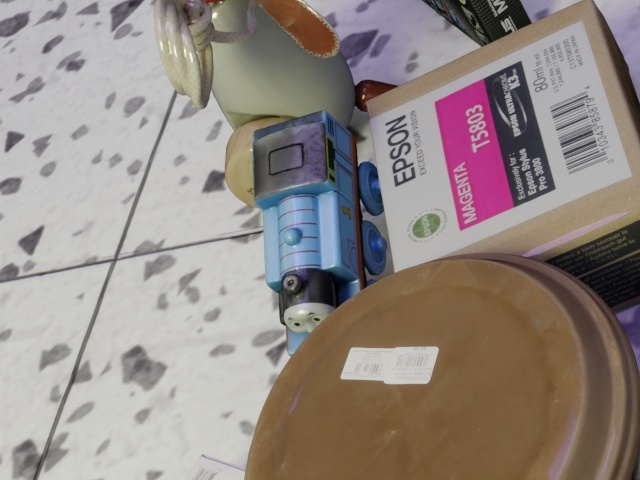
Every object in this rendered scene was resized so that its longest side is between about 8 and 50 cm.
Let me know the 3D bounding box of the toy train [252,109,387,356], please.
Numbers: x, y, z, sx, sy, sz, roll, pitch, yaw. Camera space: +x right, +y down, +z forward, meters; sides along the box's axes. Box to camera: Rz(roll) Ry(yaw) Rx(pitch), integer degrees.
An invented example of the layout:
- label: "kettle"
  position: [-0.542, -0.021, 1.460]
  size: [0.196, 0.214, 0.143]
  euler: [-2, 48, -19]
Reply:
- label: "toy train"
  position: [0.000, 0.000, 1.264]
  size: [0.080, 0.105, 0.184]
  euler: [-15, 62, 26]

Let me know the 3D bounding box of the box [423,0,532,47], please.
- label: "box"
  position: [0.085, -0.253, 1.416]
  size: [0.045, 0.184, 0.190]
  euler: [-40, 39, -2]

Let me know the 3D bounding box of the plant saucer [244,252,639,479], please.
- label: "plant saucer"
  position: [0.061, 0.121, 1.057]
  size: [0.278, 0.041, 0.277]
  euler: [-22, 47, 25]

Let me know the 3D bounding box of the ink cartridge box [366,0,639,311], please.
- label: "ink cartridge box"
  position: [0.143, -0.042, 1.236]
  size: [0.193, 0.088, 0.234]
  euler: [-24, 41, 14]

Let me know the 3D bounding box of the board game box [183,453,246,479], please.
- label: "board game box"
  position: [-0.015, 0.256, 1.081]
  size: [0.305, 0.053, 0.193]
  euler: [12, 59, 44]

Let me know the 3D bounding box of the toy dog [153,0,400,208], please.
- label: "toy dog"
  position: [-0.021, -0.170, 1.351]
  size: [0.161, 0.333, 0.220]
  euler: [-11, 68, 6]
